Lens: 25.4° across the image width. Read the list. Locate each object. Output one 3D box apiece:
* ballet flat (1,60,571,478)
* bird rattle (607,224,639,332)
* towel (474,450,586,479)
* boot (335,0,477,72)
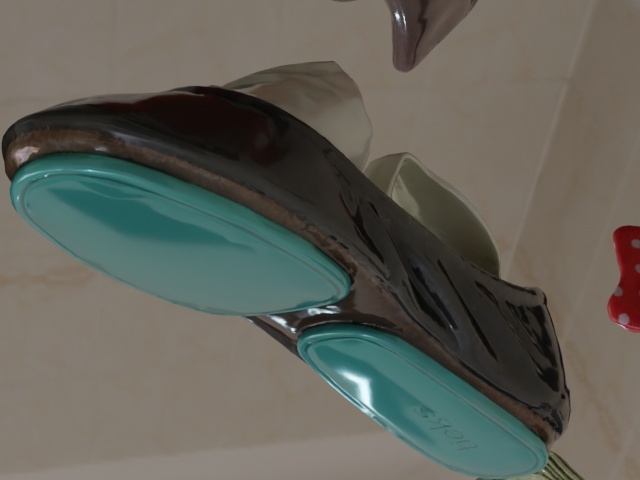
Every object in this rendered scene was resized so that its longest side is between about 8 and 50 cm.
[{"bbox_3d":[0.000,0.000,0.516,0.095,0.280,0.096,-10,-122,35],"label":"ballet flat"},{"bbox_3d":[0.326,0.082,1.047,0.253,0.143,0.207,5,-106,-44],"label":"bird rattle"},{"bbox_3d":[0.169,0.204,1.037,0.110,0.148,0.027,46,-119,2],"label":"towel"},{"bbox_3d":[0.072,-0.199,1.076,0.090,0.207,0.248,26,-125,20],"label":"boot"}]
